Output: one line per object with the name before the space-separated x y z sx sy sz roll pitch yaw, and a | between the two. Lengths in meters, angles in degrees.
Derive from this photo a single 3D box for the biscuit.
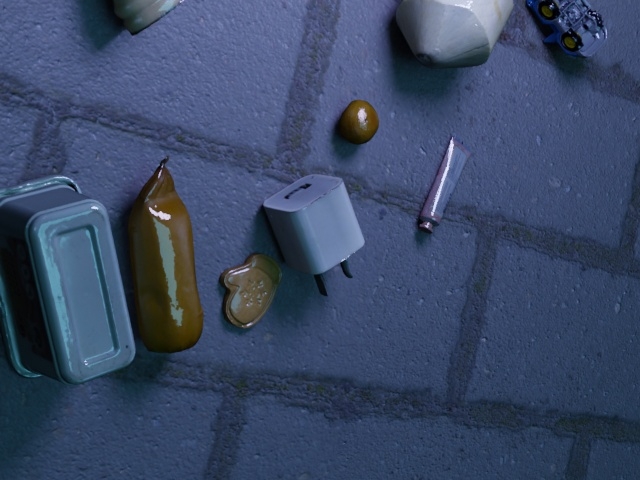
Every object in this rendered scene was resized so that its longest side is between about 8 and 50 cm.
biscuit | -0.131 0.087 1.882 0.118 0.023 0.140 29 81 -36

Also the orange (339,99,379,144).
orange | 0.072 -0.221 1.946 0.085 0.085 0.085 -7 102 -35

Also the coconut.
coconut | 0.249 -0.421 1.968 0.202 0.202 0.222 41 72 -33

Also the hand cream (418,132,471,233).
hand cream | 0.251 -0.113 2.119 0.067 0.043 0.210 37 71 -36

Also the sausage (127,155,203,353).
sausage | -0.260 0.023 1.728 0.112 0.112 0.328 -12 103 -34

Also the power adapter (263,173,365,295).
power adapter | 0.000 0.000 1.899 0.130 0.125 0.205 -33 116 -28

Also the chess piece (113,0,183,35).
chess piece | -0.329 -0.482 1.598 0.138 0.124 0.307 -33 116 8

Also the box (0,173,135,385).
box | -0.391 0.067 1.591 0.175 0.182 0.312 -18 107 -32

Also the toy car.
toy car | 0.516 -0.475 2.221 0.097 0.100 0.191 -43 100 -22
